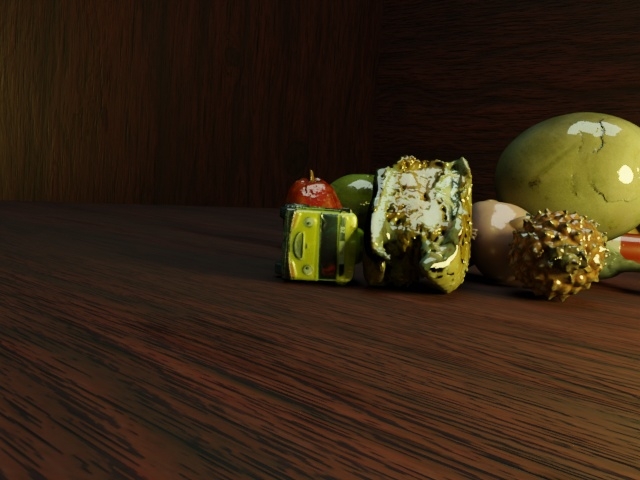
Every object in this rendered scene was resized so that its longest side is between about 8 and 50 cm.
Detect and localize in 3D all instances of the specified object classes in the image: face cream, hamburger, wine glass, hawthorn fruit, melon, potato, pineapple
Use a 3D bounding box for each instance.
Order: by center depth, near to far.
[{"bbox_3d":[0.397,0.024,1.098,0.166,0.167,0.193,5,8,6],"label":"pineapple"},{"bbox_3d":[0.174,-0.013,1.140,0.167,0.288,0.192,1,-40,17],"label":"hamburger"},{"bbox_3d":[0.524,-0.121,1.338,0.330,0.269,0.268,-5,-2,38],"label":"melon"},{"bbox_3d":[0.678,0.059,1.373,0.264,0.097,0.309,8,2,-23],"label":"wine glass"},{"bbox_3d":[-0.012,-0.060,1.625,0.173,0.179,0.173,8,-26,4],"label":"hawthorn fruit"},{"bbox_3d":[0.758,0.023,1.742,0.214,0.096,0.096,6,5,19],"label":"face cream"},{"bbox_3d":[0.154,-0.100,2.048,0.304,0.216,0.216,14,1,-23],"label":"potato"}]

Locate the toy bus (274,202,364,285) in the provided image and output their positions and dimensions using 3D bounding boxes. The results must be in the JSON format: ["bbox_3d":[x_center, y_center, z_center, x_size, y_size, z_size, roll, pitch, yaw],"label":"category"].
[{"bbox_3d":[0.000,0.000,1.184,0.149,0.128,0.262,4,4,1],"label":"toy bus"}]

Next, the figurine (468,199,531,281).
[{"bbox_3d":[0.304,-0.007,1.329,0.287,0.186,0.176,-11,-48,37],"label":"figurine"}]

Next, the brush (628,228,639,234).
[{"bbox_3d":[0.807,-0.016,1.954,0.166,0.175,0.266,-13,29,-29],"label":"brush"}]
